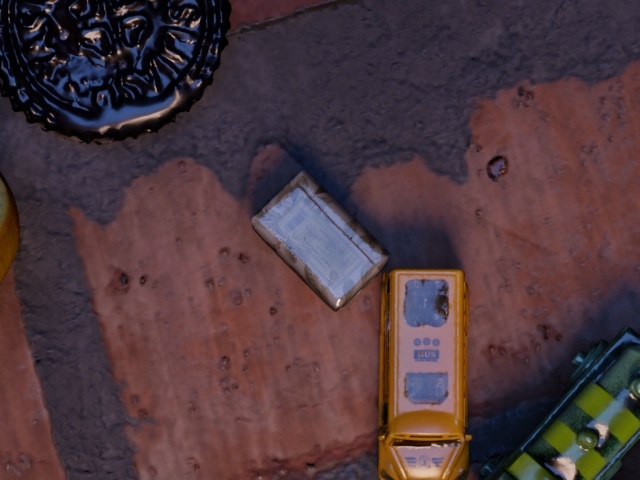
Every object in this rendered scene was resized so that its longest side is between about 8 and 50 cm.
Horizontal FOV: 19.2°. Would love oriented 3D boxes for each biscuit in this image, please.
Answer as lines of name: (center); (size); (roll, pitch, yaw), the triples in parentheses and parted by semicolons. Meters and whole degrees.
biscuit: (-0.163, -0.164, 1.423); (0.194, 0.053, 0.195); (0, 84, 0)

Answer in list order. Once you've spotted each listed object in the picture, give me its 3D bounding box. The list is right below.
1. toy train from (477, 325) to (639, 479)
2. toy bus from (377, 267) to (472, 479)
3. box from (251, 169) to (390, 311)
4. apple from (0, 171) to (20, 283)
toy train: (0.183, 0.149, 1.347); (0.083, 0.132, 0.200); (39, 88, 3)
toy bus: (0.077, 0.101, 1.382); (0.069, 0.074, 0.162); (1, 83, 0)
box: (0.000, 0.000, 1.408); (0.062, 0.045, 0.098); (-43, 86, -4)
apple: (-0.311, 0.006, 1.353); (0.173, 0.160, 0.195); (27, 46, -11)
